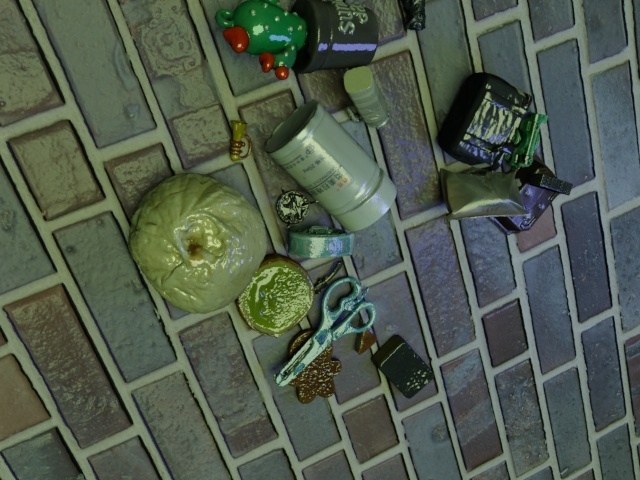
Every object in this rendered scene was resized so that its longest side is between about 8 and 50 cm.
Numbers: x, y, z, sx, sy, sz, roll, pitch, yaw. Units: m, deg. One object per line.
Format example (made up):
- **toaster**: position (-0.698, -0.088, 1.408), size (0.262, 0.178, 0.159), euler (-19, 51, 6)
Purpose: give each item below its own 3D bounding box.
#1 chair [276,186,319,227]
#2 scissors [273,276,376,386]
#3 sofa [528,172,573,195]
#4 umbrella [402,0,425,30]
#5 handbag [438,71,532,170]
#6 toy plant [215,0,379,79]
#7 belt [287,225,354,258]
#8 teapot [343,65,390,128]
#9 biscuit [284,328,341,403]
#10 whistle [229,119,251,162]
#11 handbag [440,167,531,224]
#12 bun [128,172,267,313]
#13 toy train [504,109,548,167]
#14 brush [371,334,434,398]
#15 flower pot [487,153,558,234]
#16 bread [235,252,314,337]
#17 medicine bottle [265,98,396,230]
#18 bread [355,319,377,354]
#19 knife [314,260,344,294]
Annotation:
- **chair**: position (-0.073, -0.094, 1.665), size (0.104, 0.221, 0.095), euler (-38, 91, -3)
- **scissors**: position (0.008, 0.275, 1.844), size (0.393, 0.032, 0.180), euler (-45, 102, -10)
- **sofa**: position (0.688, -0.169, 1.884), size (0.118, 0.060, 0.039), euler (14, 95, -21)
- **umbrella**: position (0.251, -0.674, 1.671), size (0.071, 0.080, 0.224), euler (6, 102, 15)
- **handbag**: position (0.466, -0.333, 1.786), size (0.181, 0.181, 0.254), euler (22, 98, -17)
- **toy plant**: position (-0.064, -0.515, 1.535), size (0.400, 0.185, 0.279), euler (-6, 94, -26)
- **belt**: position (-0.008, 0.000, 1.736), size (0.163, 0.148, 0.082), euler (-7, 108, -47)
- **teapot**: position (0.111, -0.365, 1.658), size (0.107, 0.077, 0.200), euler (-14, 157, 16)
- **biscuit**: position (-0.024, 0.376, 1.896), size (0.180, 0.039, 0.236), euler (-10, 108, -14)
- **whistle**: position (-0.212, -0.260, 1.649), size (0.046, 0.057, 0.109), euler (17, 115, 22)
- **handbag**: position (0.478, -0.140, 1.863), size (0.271, 0.117, 0.182), euler (-5, 72, -8)
- **bun**: position (-0.302, 0.014, 1.578), size (0.349, 0.227, 0.352), euler (11, 97, -17)
- **toy train**: position (0.612, -0.302, 1.886), size (0.071, 0.104, 0.178), euler (4, 105, -25)
- **brush**: position (0.264, 0.403, 1.995), size (0.123, 0.059, 0.197), euler (-43, 115, -2)
- **flower pot**: position (0.643, -0.134, 1.957), size (0.179, 0.084, 0.251), euler (39, 90, -25)
- **bread**: position (-0.128, 0.156, 1.768), size (0.236, 0.070, 0.236), euler (-4, 104, -15)
- **medicine bottle**: position (0.033, -0.190, 1.665), size (0.190, 0.190, 0.332), euler (-48, 114, -1)
- **bread**: position (0.143, 0.295, 1.928), size (0.062, 0.043, 0.108), euler (2, 103, -18)
- **knife**: position (-0.009, 0.140, 1.840), size (0.046, 0.021, 0.222), euler (34, 96, -24)
